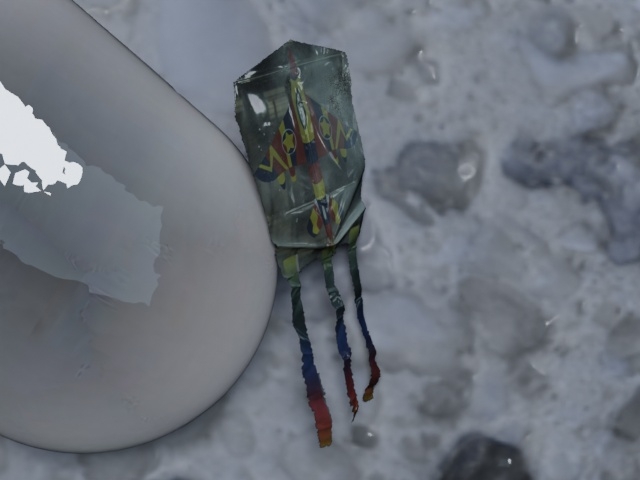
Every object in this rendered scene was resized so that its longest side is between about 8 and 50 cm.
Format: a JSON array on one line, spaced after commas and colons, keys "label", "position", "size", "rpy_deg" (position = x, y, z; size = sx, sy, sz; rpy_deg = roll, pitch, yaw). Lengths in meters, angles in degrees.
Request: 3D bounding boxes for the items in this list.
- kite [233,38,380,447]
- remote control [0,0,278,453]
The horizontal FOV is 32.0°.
[{"label": "kite", "position": [0.001, 0.000, 0.682], "size": [0.015, 0.141, 0.245], "rpy_deg": [0, 106, 32]}, {"label": "remote control", "position": [-0.176, -0.021, 0.636], "size": [0.332, 0.103, 0.221], "rpy_deg": [41, 88, -11]}]
